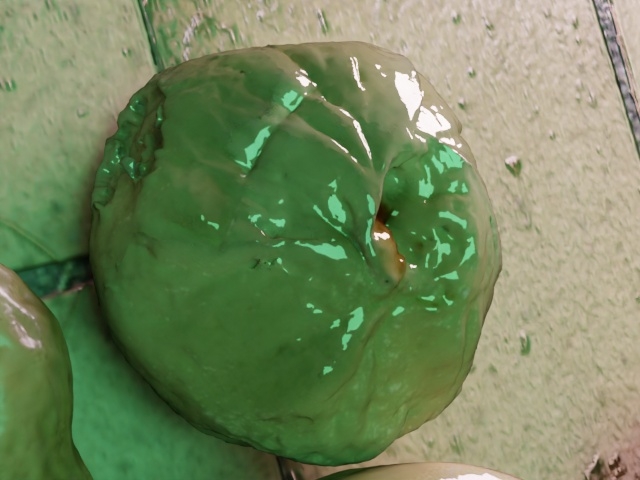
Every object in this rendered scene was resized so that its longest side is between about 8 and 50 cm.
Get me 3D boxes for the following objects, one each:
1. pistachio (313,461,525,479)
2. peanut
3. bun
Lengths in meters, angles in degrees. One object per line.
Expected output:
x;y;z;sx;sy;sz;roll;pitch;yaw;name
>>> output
0.018;0.172;0.545;0.229;0.157;0.157;4;80;-28;pistachio
-0.142;0.109;0.490;0.104;0.085;0.228;-18;92;-23;peanut
0.000;0.000;0.563;0.220;0.134;0.220;9;71;-29;bun
